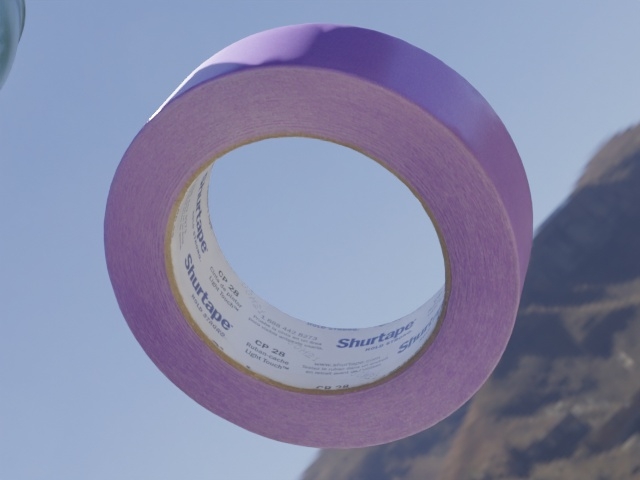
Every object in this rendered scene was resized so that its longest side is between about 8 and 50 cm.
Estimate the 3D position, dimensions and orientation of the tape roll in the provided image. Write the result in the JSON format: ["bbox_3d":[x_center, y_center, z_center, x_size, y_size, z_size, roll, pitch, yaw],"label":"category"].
[{"bbox_3d":[0.000,0.000,0.982,0.275,0.274,0.090,-52,5,29],"label":"tape roll"}]

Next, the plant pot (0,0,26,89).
[{"bbox_3d":[-0.445,-0.238,1.607,0.272,0.271,0.255,-50,6,21],"label":"plant pot"}]
